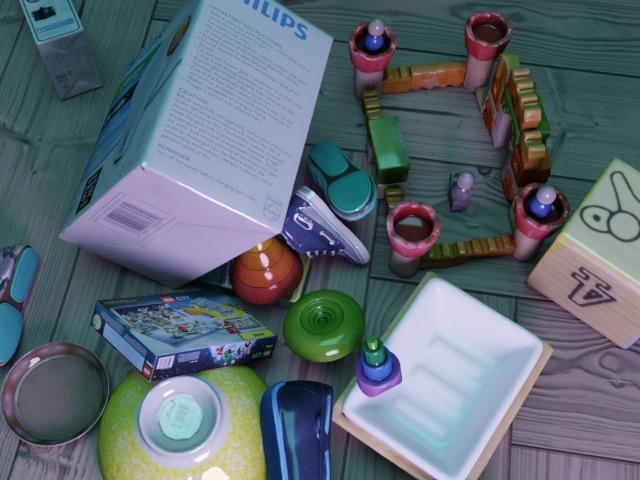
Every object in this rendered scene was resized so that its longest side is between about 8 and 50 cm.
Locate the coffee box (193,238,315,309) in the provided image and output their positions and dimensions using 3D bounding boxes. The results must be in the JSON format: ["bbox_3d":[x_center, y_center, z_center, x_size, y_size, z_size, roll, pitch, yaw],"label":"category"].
[{"bbox_3d":[-0.109,0.044,1.424,0.184,0.040,0.113,14,63,7],"label":"coffee box"}]

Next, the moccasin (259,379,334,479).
[{"bbox_3d":[-0.003,0.364,1.172,0.116,0.137,0.342,-4,87,-20],"label":"moccasin"}]

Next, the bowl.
[{"bbox_3d":[-0.194,0.275,1.241,0.289,0.156,0.289,0,62,-1],"label":"bowl"}]

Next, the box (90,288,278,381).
[{"bbox_3d":[-0.201,0.135,1.272,0.233,0.044,0.159,-3,27,-47],"label":"box"}]

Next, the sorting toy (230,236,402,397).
[{"bbox_3d":[-0.018,0.082,1.264,0.127,0.126,0.365,-35,52,-19],"label":"sorting toy"}]

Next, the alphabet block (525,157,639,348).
[{"bbox_3d":[0.477,0.023,1.349,0.197,0.193,0.192,37,67,13],"label":"alphabet block"}]

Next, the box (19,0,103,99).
[{"bbox_3d":[-0.511,-0.432,1.596,0.087,0.169,0.290,-23,64,-11],"label":"box"}]

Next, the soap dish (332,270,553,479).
[{"bbox_3d":[0.184,0.222,1.292,0.229,0.118,0.291,32,67,15],"label":"soap dish"}]

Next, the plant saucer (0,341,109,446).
[{"bbox_3d":[-0.413,0.242,1.328,0.168,0.029,0.168,0,63,0],"label":"plant saucer"}]

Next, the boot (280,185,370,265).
[{"bbox_3d":[0.000,0.000,1.393,0.086,0.190,0.069,-49,31,-8],"label":"boot"}]

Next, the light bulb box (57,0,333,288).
[{"bbox_3d":[-0.196,-0.160,1.326,0.225,0.358,0.361,27,60,-25],"label":"light bulb box"}]

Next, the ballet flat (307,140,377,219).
[{"bbox_3d":[0.046,-0.084,1.428,0.083,0.087,0.247,-28,36,-1],"label":"ballet flat"}]

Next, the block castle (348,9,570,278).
[{"bbox_3d":[0.225,-0.180,1.447,0.303,0.213,0.453,-7,63,-4],"label":"block castle"}]

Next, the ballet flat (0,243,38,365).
[{"bbox_3d":[-0.522,0.105,1.380,0.079,0.077,0.221,-7,56,17],"label":"ballet flat"}]
